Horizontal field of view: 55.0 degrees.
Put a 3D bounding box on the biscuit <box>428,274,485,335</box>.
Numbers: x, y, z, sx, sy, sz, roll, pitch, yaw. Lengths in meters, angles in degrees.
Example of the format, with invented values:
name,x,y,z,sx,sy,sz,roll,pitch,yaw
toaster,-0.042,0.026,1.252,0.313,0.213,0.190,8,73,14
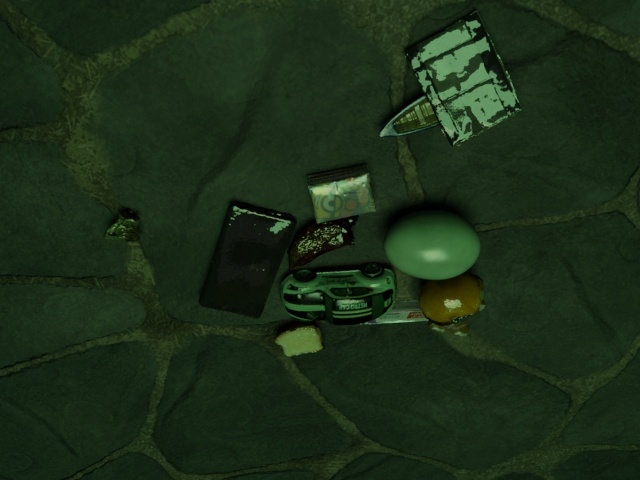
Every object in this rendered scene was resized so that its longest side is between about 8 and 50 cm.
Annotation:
name,x,y,z,sx,sy,sz,roll,pitch,yaw
biscuit,0.381,0.180,1.677,0.138,0.031,0.204,14,121,-12

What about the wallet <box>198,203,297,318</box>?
name,x,y,z,sx,sy,sz,roll,pitch,yaw
wallet,-0.187,0.055,1.551,0.171,0.044,0.321,15,119,-14

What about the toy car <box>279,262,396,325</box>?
name,x,y,z,sx,sy,sz,roll,pitch,yaw
toy car,0.049,0.151,1.581,0.306,0.125,0.136,-4,125,-2

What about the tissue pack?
name,x,y,z,sx,sy,sz,roll,pitch,yaw
tissue pack,0.049,-0.109,1.440,0.148,0.060,0.108,-11,126,5

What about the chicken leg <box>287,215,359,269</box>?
name,x,y,z,sx,sy,sz,roll,pitch,yaw
chicken leg,0.000,0.000,1.512,0.234,0.063,0.105,-24,118,15

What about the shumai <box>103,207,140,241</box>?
name,x,y,z,sx,sy,sz,roll,pitch,yaw
shumai,-0.472,-0.037,1.469,0.083,0.082,0.080,5,87,-22

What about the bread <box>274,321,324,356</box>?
name,x,y,z,sx,sy,sz,roll,pitch,yaw
bread,-0.057,0.272,1.708,0.129,0.044,0.126,-16,131,4

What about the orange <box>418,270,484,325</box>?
name,x,y,z,sx,sy,sz,roll,pitch,yaw
orange,0.328,0.134,1.571,0.112,0.160,0.169,40,72,-47

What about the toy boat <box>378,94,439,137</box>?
name,x,y,z,sx,sy,sz,roll,pitch,yaw
toy boat,0.231,-0.283,1.340,0.229,0.045,0.080,-23,123,13

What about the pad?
name,x,y,z,sx,sy,sz,roll,pitch,yaw
pad,0.302,-0.332,1.282,0.174,0.022,0.233,-27,106,13

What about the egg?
name,x,y,z,sx,sy,sz,roll,pitch,yaw
egg,0.265,0.010,1.468,0.231,0.168,0.167,2,124,0

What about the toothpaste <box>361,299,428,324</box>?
name,x,y,z,sx,sy,sz,roll,pitch,yaw
toothpaste,0.203,0.195,1.670,0.197,0.040,0.047,-3,127,-2
